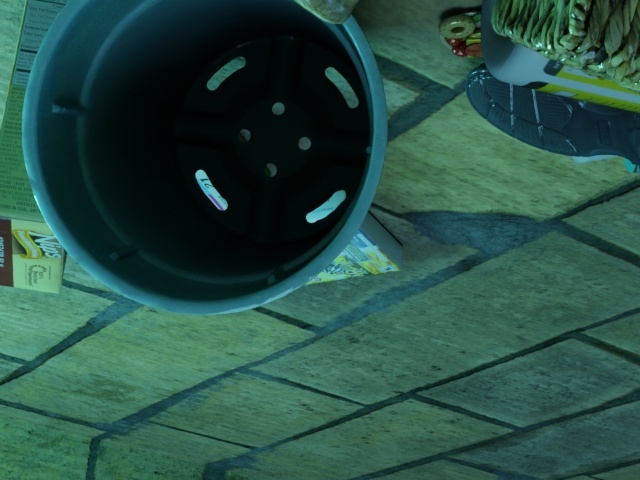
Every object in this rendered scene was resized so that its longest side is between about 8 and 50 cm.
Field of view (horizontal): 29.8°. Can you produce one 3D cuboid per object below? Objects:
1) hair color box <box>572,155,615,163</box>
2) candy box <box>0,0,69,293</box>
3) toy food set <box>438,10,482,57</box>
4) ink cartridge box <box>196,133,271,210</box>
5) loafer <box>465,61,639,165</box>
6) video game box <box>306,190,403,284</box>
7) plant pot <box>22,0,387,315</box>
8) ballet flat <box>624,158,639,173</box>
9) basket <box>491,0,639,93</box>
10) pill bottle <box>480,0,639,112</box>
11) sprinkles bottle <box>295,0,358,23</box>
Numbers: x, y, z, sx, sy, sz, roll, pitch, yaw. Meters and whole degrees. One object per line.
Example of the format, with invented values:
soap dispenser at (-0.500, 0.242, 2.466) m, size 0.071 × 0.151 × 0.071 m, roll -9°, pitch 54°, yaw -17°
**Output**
hair color box at (0.326, -0.150, 1.481) m, size 0.072 × 0.043 × 0.141 m, roll -9°, pitch 152°, yaw 27°
candy box at (-0.299, -0.123, 1.316) m, size 0.087 × 0.316 × 0.183 m, roll 8°, pitch 154°, yaw -11°
toy food set at (0.176, -0.232, 1.360) m, size 0.082 × 0.020 × 0.083 m, roll -1°, pitch 153°, yaw 11°
ink cartridge box at (-0.219, -0.079, 1.644) m, size 0.255 × 0.097 × 0.189 m, roll -7°, pitch 152°, yaw 19°
loafer at (0.315, -0.156, 1.368) m, size 0.302 × 0.095 × 0.109 m, roll 19°, pitch 140°, yaw 31°
video game box at (0.000, 0.000, 1.830) m, size 0.187 × 0.048 × 0.205 m, roll -8°, pitch 151°, yaw 28°
plant pot at (-0.079, -0.110, 1.245) m, size 0.341 × 0.341 × 0.334 m, roll -1°, pitch -177°, yaw 11°
ballet flat at (0.413, -0.127, 1.531) m, size 0.041 × 0.041 × 0.114 m, roll 1°, pitch 154°, yaw 7°
basket at (0.297, -0.261, 0.961) m, size 0.223 × 0.299 × 0.213 m, roll 16°, pitch -169°, yaw -15°
pill bottle at (0.342, -0.215, 1.183) m, size 0.334 × 0.188 × 0.188 m, roll 11°, pitch 153°, yaw -13°
sprinkles bottle at (0.091, -0.326, 0.893) m, size 0.355 × 0.121 × 0.121 m, roll -45°, pitch 133°, yaw 18°
